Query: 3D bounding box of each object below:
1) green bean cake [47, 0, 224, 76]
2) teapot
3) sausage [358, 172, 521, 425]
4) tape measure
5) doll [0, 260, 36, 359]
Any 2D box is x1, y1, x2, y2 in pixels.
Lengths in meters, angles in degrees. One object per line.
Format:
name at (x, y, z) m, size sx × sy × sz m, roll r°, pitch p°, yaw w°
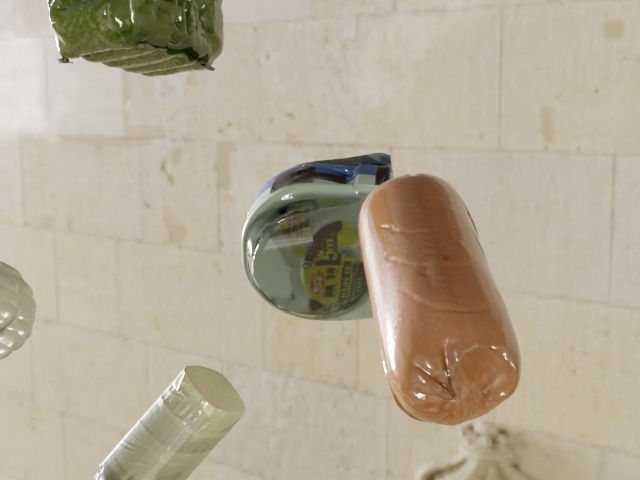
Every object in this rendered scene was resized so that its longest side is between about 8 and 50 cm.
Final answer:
green bean cake at (-0.258, -0.369, 1.396) m, size 0.157 × 0.246 × 0.250 m, roll -5°, pitch 175°, yaw 27°
teapot at (-0.166, 0.243, 1.077) m, size 0.107 × 0.200 × 0.077 m, roll 50°, pitch -164°, yaw 31°
sausage at (0.107, 0.048, 0.940) m, size 0.121 × 0.121 × 0.304 m, roll -1°, pitch -146°, yaw -5°
tape measure at (0.002, 0.001, 1.620) m, size 0.262 × 0.259 × 0.138 m, roll -1°, pitch -153°, yaw -3°
doll at (-0.401, 0.102, 1.087) m, size 0.119 × 0.138 × 0.293 m, roll 35°, pitch 141°, yaw -17°
